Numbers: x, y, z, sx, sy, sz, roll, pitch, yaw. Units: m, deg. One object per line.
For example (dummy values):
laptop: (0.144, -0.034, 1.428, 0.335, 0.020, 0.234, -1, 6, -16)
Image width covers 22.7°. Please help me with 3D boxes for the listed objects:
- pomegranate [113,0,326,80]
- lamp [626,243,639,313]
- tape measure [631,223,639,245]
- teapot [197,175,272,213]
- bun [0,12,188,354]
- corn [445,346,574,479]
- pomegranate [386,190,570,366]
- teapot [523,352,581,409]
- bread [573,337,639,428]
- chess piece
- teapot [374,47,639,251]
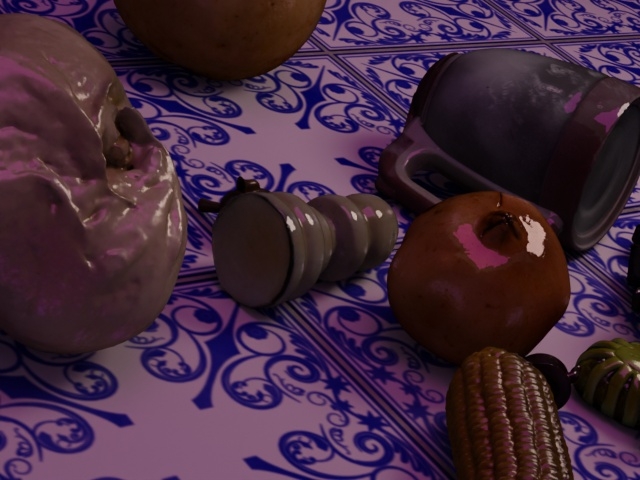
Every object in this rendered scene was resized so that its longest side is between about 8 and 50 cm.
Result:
pomegranate: (-0.141, -0.404, 2.277, 0.338, 0.338, 0.338, 14, 29, -8)
lamp: (0.543, 0.046, 1.954, 0.374, 0.205, 0.272, 6, -1, 23)
tape measure: (0.494, 0.007, 2.187, 0.118, 0.074, 0.125, 30, 26, 30)
teapot: (-0.100, -0.044, 1.940, 0.080, 0.085, 0.110, -11, 20, -43)
bun: (-0.260, -0.063, 1.626, 0.213, 0.361, 0.361, -22, 25, 15)
corn: (0.192, 0.237, 1.582, 0.120, 0.120, 0.363, 13, 33, -9)
pomegranate: (0.180, 0.049, 1.821, 0.209, 0.209, 0.209, 14, 29, -8)
teapot: (0.245, 0.159, 1.796, 0.100, 0.068, 0.045, -14, 23, 12)
bread: (0.365, 0.162, 1.852, 0.139, 0.071, 0.130, 27, 35, 16)
chess piece: (0.000, 0.000, 1.876, 0.133, 0.133, 0.243, 38, 29, 31)
teapot: (0.244, -0.120, 2.156, 0.312, 0.233, 0.315, 26, 57, 26)
